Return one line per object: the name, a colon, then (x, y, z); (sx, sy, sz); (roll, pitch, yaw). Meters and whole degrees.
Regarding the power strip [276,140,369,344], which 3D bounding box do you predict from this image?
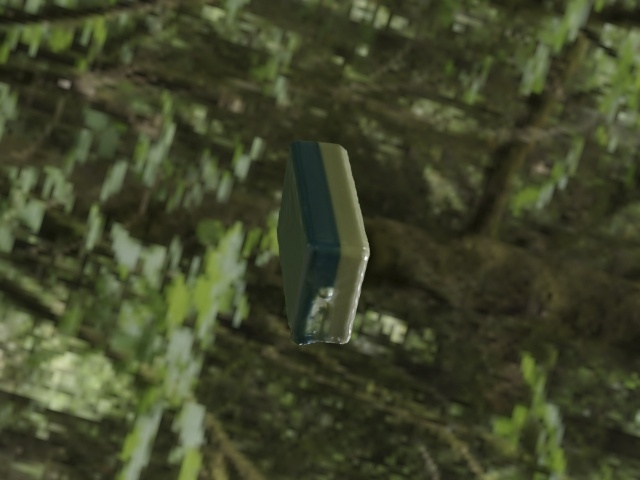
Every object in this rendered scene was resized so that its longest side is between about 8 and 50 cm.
power strip: (0.000, 0.000, 0.810); (0.123, 0.032, 0.056); (-99, -163, -62)
